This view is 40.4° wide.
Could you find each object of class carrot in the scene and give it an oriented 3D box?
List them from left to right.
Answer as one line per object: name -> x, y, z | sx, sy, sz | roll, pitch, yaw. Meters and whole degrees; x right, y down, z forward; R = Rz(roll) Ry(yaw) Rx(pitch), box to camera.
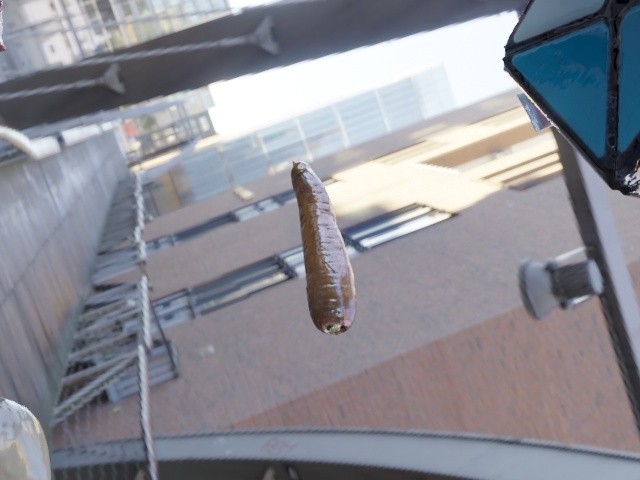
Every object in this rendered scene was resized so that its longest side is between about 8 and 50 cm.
carrot -> 0.000, 0.000, 1.027 | 0.059, 0.059, 0.248 | 83, -4, -58

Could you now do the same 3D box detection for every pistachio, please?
pistachio -> -0.429, 0.291, 1.165 | 0.124, 0.124, 0.185 | -164, -128, -80

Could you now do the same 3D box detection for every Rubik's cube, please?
Rubik's cube -> 0.364, -0.193, 0.824 | 0.248, 0.250, 0.246 | -66, -148, 31

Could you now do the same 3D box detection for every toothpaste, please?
toothpaste -> 0.368, -0.202, 1.168 | 0.043, 0.194, 0.067 | 71, 0, -62

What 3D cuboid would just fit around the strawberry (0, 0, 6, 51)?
strawberry -> -0.627, -0.393, 1.477 | 0.187, 0.184, 0.201 | 134, -45, -59
